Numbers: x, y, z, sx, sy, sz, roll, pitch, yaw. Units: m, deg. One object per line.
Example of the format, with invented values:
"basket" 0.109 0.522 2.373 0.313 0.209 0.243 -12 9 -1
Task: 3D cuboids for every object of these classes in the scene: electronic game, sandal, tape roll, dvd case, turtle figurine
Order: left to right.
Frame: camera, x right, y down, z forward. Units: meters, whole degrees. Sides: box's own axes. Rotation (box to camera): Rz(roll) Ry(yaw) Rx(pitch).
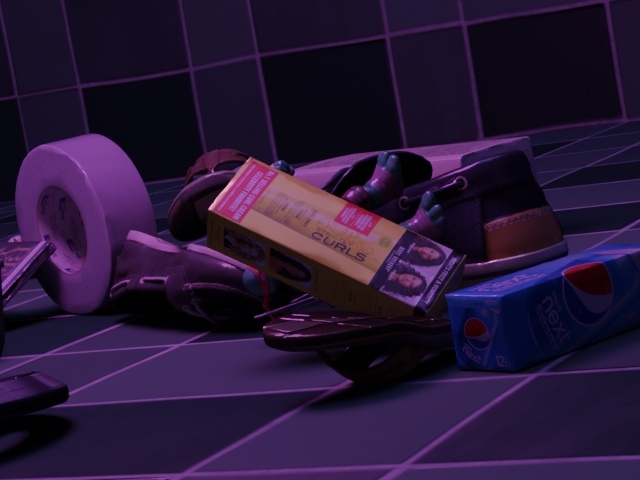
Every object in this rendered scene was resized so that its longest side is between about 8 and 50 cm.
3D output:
"electronic game" -0.331 0.156 1.610 0.229 0.048 0.229 -13 -1 0
"dvd case" -0.444 0.062 2.353 0.221 0.018 0.164 -1 43 52
"tape roll" -0.294 -0.020 2.314 0.072 0.219 0.219 -17 9 -36
"sandal" -0.117 -0.059 2.166 0.120 0.086 0.303 -23 -2 7
"turtle figurine" 0.000 0.000 1.864 0.234 0.175 0.118 -26 -19 -23
"sandal" 0.051 0.093 1.588 0.219 0.060 0.090 3 3 -41

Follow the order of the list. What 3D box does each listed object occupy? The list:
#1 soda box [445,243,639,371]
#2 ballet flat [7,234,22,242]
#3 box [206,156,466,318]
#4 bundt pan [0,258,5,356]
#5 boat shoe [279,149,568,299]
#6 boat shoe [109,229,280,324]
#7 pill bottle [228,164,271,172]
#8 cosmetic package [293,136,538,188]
"soda box" 0.209 0.055 1.603 0.210 0.067 0.071 -16 9 -39
"ballet flat" -0.435 0.021 2.816 0.206 0.067 0.073 -8 7 19
"box" 0.013 0.009 1.731 0.232 0.058 0.087 25 53 17
"bundt pan" -0.459 0.112 1.806 0.331 0.124 0.331 -11 4 1
"boat shoe" 0.069 -0.021 2.088 0.187 0.156 0.500 -17 9 -38
"boat shoe" -0.144 0.058 2.085 0.112 0.095 0.335 25 -7 -28
"pill bottle" -0.089 -0.050 2.680 0.123 0.122 0.219 -11 6 -13
"cosmetic package" 0.116 -0.048 2.338 0.296 0.129 0.153 -2 11 44
